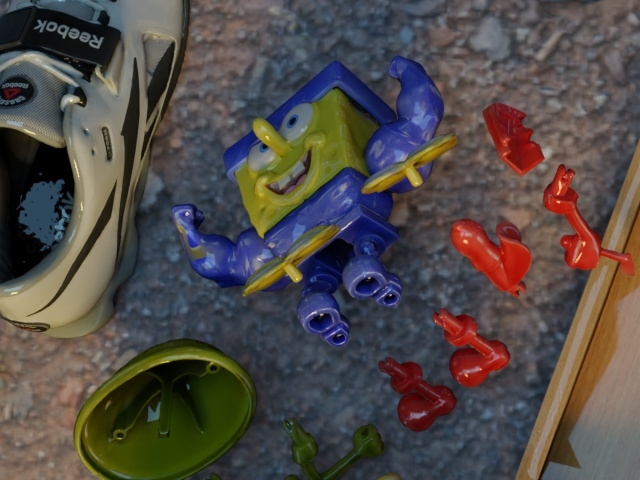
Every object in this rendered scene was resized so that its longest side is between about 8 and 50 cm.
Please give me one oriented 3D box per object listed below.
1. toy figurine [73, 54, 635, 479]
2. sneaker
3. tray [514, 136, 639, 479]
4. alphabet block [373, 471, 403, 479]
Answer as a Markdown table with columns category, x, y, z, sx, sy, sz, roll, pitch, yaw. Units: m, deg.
| category | x | y | z | sx | sy | sz | roll | pitch | yaw |
| --- | --- | --- | --- | --- | --- | --- | --- | --- | --- |
| toy figurine | 0.000 | 0.000 | 1.086 | 0.362 | 0.191 | 0.217 | -40 | 40 | 23 |
| sneaker | -0.168 | -0.103 | 1.103 | 0.122 | 0.146 | 0.331 | 3 | 83 | 11 |
| tray | 0.287 | 0.006 | 1.049 | 0.202 | 0.076 | 0.411 | 20 | 87 | 11 |
| alphabet block | -0.003 | 0.270 | 0.996 | 0.192 | 0.193 | 0.197 | -24 | 81 | -8 |
